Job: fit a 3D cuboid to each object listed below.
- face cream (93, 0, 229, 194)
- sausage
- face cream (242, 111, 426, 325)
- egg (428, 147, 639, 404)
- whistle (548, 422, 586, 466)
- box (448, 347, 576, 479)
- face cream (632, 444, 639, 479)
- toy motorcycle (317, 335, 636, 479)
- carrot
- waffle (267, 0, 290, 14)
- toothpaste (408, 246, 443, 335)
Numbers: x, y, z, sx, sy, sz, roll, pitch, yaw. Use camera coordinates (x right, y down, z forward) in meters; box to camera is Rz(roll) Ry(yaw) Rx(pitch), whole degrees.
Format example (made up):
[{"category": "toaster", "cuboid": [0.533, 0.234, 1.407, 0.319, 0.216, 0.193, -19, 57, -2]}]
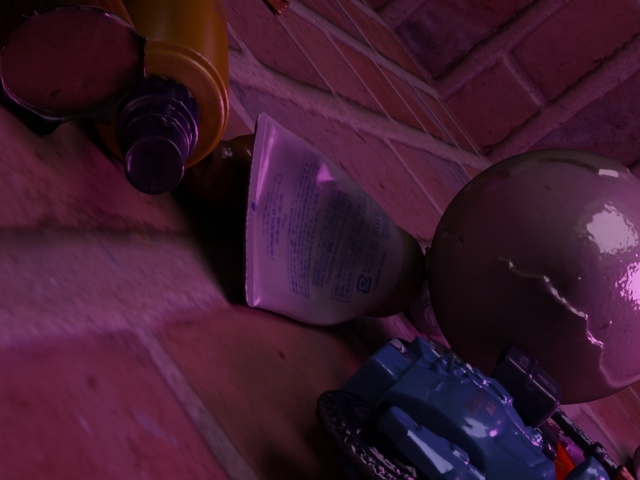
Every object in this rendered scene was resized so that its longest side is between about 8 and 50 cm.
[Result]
[{"category": "face cream", "cuboid": [-0.092, -0.093, 0.738, 0.078, 0.078, 0.273, 47, 13, -21]}, {"category": "sausage", "cuboid": [-0.186, -0.201, 0.729, 0.082, 0.082, 0.372, 39, 17, -46]}, {"category": "face cream", "cuboid": [0.000, 0.000, 0.817, 0.224, 0.070, 0.114, 24, 68, -63]}, {"category": "egg", "cuboid": [0.164, 0.027, 0.876, 0.183, 0.183, 0.217, 53, 12, 3]}, {"category": "whistle", "cuboid": [0.246, 0.208, 1.222, 0.176, 0.033, 0.033, 37, 20, -53]}, {"category": "box", "cuboid": [0.146, 0.159, 0.964, 0.175, 0.048, 0.112, 36, 21, -52]}, {"category": "face cream", "cuboid": [0.436, 0.296, 1.624, 0.072, 0.051, 0.182, 48, 11, 13]}, {"category": "toy motorcycle", "cuboid": [0.088, 0.127, 0.689, 0.182, 0.124, 0.272, 43, 12, 6]}, {"category": "carrot", "cuboid": [-0.042, -0.043, 0.828, 0.060, 0.060, 0.186, 54, 14, 8]}, {"category": "waffle", "cuboid": [-0.085, -0.365, 1.625, 0.148, 0.042, 0.102, 50, 13, -13]}, {"category": "toothpaste", "cuboid": [0.112, 0.050, 1.168, 0.078, 0.046, 0.248, 56, 10, -1]}]
